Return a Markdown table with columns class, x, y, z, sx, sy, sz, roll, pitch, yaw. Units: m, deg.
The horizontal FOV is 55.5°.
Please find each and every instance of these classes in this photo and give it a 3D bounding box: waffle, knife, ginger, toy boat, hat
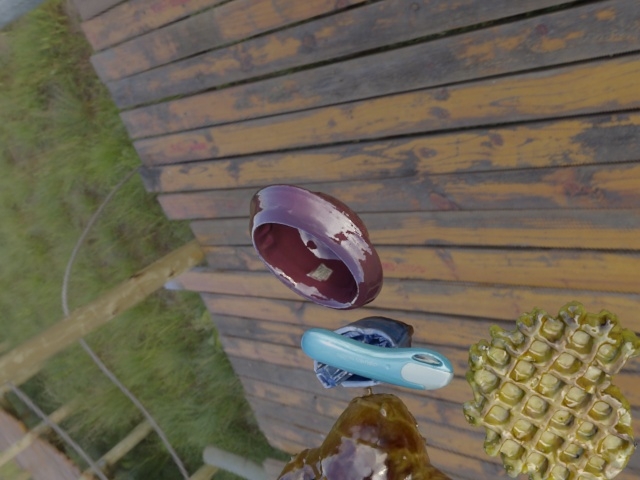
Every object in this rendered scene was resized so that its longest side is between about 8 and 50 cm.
| class | x | y | z | sx | sy | sz | roll | pitch | yaw |
| --- | --- | --- | --- | --- | --- | --- | --- | --- | --- |
| waffle | 0.317 | 0.211 | 0.801 | 0.249 | 0.056 | 0.253 | -31 | 89 | 22 |
| knife | 0.080 | 0.168 | 0.873 | 0.221 | 0.031 | 0.064 | 14 | 104 | 3 |
| ginger | 0.083 | 0.406 | 0.832 | 0.358 | 0.274 | 0.152 | 56 | 169 | 18 |
| toy boat | 0.068 | 0.225 | 1.164 | 0.129 | 0.142 | 0.309 | 56 | 147 | -1 |
| hat | 0.000 | 0.000 | 0.758 | 0.205 | 0.089 | 0.205 | 26 | 149 | 17 |
